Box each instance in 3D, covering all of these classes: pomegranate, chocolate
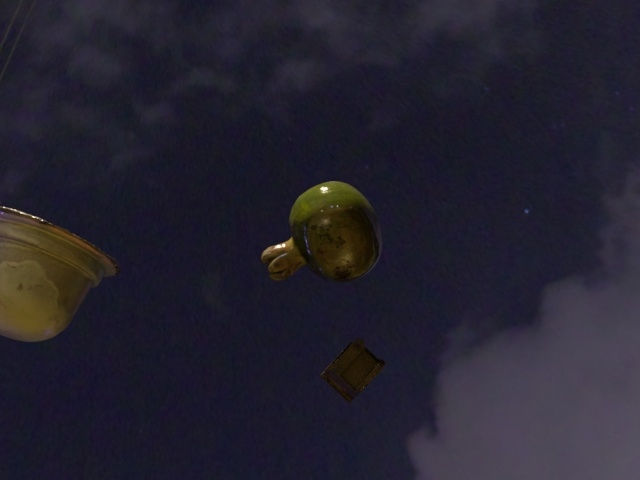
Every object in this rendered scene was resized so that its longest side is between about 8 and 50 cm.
[{"bbox_3d":[0.003,-0.014,1.510,0.210,0.179,0.179,0,-67,-13],"label":"pomegranate"},{"bbox_3d":[-0.385,0.056,1.148,0.221,0.221,0.147,32,-107,-20],"label":"chocolate"}]

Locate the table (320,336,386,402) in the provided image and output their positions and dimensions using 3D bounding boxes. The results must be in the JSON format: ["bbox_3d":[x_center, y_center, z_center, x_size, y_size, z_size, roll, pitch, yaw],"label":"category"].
[{"bbox_3d":[0.058,0.215,1.478,0.070,0.082,0.083,43,-110,6],"label":"table"}]
